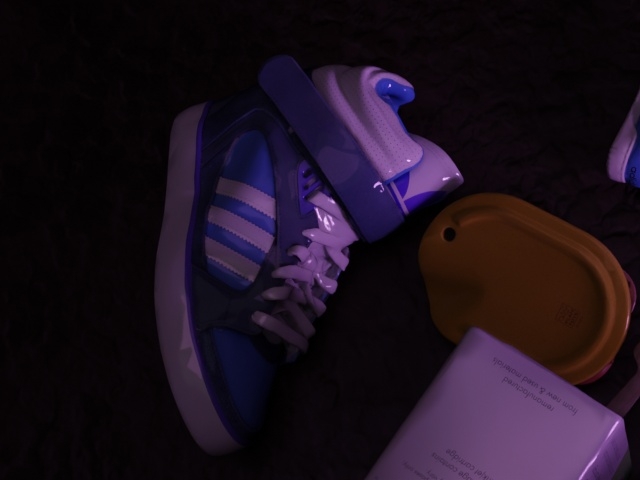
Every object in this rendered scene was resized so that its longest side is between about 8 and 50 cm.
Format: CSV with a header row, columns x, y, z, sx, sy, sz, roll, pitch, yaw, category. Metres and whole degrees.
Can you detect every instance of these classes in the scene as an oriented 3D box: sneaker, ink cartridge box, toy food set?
x,y,z,sx,sy,sz,roll,pitch,yaw,category
0.000,0.000,0.941,0.236,0.130,0.322,-11,62,16,sneaker
0.297,-0.108,0.937,0.085,0.058,0.152,21,81,27,sneaker
0.065,0.253,0.790,0.119,0.207,0.353,33,83,25,ink cartridge box
0.182,0.047,0.917,0.218,0.071,0.128,32,105,25,toy food set
